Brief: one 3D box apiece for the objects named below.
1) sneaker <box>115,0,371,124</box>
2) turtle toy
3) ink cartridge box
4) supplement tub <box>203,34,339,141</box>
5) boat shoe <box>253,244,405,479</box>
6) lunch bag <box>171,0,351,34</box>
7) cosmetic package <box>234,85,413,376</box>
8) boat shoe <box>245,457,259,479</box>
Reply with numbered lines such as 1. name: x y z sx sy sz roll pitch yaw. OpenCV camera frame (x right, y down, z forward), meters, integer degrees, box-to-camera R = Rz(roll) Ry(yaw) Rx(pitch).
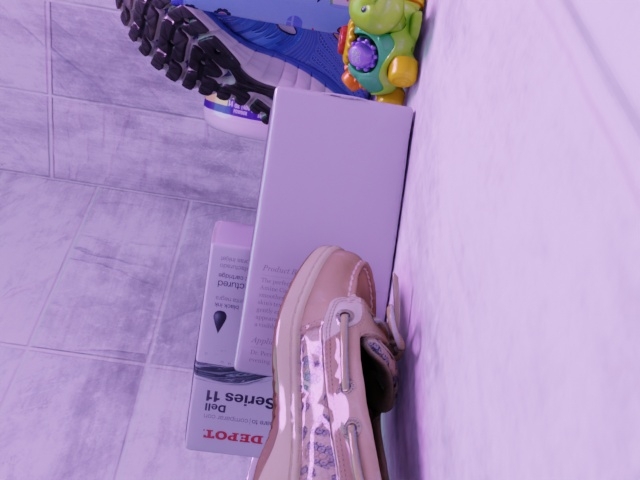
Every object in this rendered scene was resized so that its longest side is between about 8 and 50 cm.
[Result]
1. sneaker: -0.081 -0.236 0.968 0.130 0.330 0.147 -32 31 57
2. turtle toy: 0.050 -0.171 0.705 0.130 0.066 0.095 112 166 -71
3. ink cartridge box: -0.042 0.100 0.804 0.087 0.153 0.208 -102 20 -74
4. supplement tub: -0.075 -0.355 1.517 0.241 0.241 0.331 -99 18 -75
5. boat shoe: 0.020 0.114 0.532 0.285 0.089 0.105 -82 -22 -44
6. lunch bag: -0.006 -0.354 0.768 0.138 0.221 0.293 -90 10 -61
7. cosmetic package: 0.000 0.000 0.697 0.085 0.117 0.231 146 134 -82
8. boat shoe: -0.056 0.308 1.039 0.095 0.079 0.255 101 178 -57
